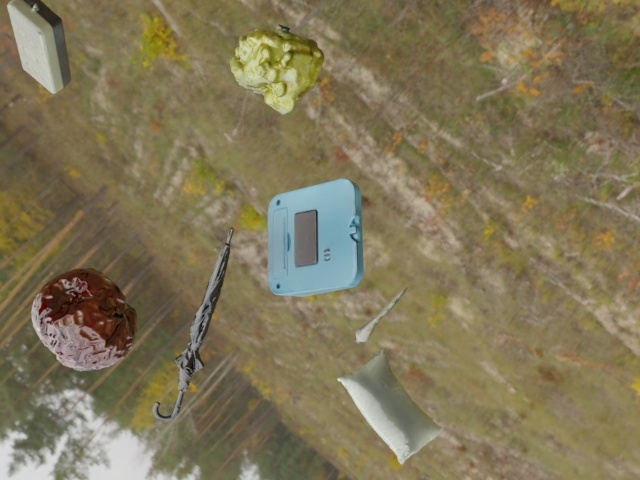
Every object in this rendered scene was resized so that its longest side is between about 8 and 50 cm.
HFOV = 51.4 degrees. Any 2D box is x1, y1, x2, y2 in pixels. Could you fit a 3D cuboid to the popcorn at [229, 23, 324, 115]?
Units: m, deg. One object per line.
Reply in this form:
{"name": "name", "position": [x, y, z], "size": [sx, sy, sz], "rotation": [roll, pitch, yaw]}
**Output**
{"name": "popcorn", "position": [-0.075, -0.317, 1.196], "size": [0.173, 0.142, 0.173], "rotation": [35, -172, -5]}

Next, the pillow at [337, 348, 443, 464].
{"name": "pillow", "position": [0.171, 0.397, 1.610], "size": [0.254, 0.144, 0.078], "rotation": [52, 159, 12]}

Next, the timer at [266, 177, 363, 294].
{"name": "timer", "position": [0.000, 0.000, 1.451], "size": [0.249, 0.232, 0.091], "rotation": [-11, 164, 41]}

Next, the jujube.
{"name": "jujube", "position": [-0.504, 0.177, 1.434], "size": [0.213, 0.213, 0.232], "rotation": [36, 160, 24]}

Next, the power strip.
{"name": "power strip", "position": [-0.629, -0.441, 1.494], "size": [0.105, 0.070, 0.257], "rotation": [39, 154, 1]}

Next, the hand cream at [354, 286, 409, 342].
{"name": "hand cream", "position": [0.135, 0.162, 1.456], "size": [0.037, 0.165, 0.057], "rotation": [45, -175, 14]}

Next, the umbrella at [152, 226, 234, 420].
{"name": "umbrella", "position": [-0.083, 0.062, 0.472], "size": [0.022, 0.149, 0.022], "rotation": [22, -174, -18]}
